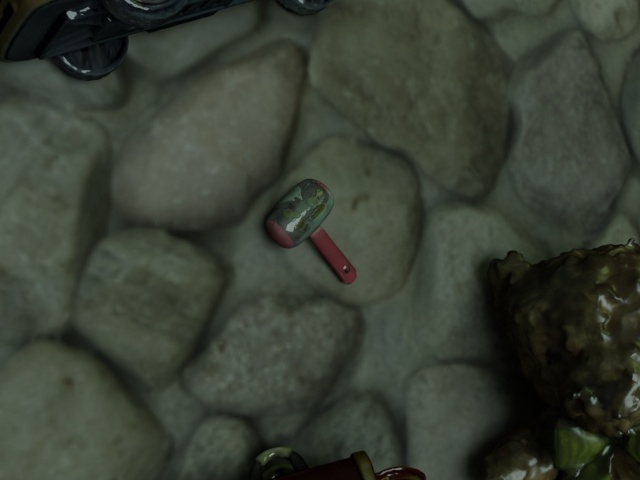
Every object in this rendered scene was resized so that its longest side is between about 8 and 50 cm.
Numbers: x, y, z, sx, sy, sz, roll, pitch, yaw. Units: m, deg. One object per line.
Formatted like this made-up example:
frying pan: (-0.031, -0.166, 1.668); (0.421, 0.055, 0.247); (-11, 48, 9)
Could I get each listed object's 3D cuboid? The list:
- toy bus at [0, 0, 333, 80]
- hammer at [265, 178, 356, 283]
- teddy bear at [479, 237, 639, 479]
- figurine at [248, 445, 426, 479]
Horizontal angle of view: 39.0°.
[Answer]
toy bus: (-0.066, -0.207, 0.531); (0.290, 0.139, 0.157); (-24, 96, -26)
hammer: (0.000, 0.000, 0.624); (0.052, 0.031, 0.083); (-46, 119, -17)
teddy bear: (0.227, 0.161, 0.625); (0.222, 0.246, 0.296); (46, 40, -38)
figurine: (-0.008, 0.172, 0.574); (0.154, 0.098, 0.082); (-15, 127, -7)
